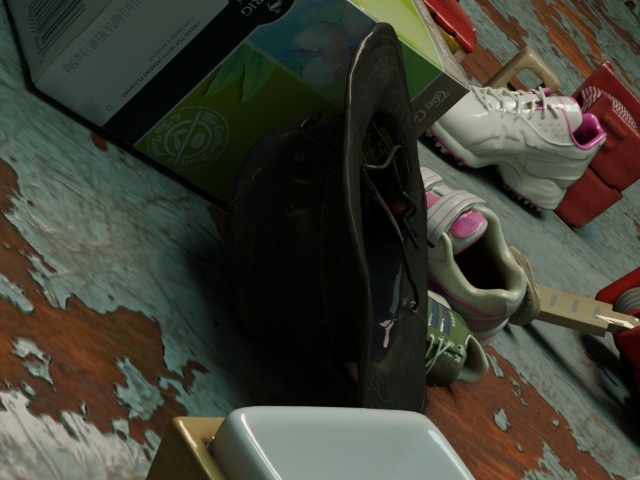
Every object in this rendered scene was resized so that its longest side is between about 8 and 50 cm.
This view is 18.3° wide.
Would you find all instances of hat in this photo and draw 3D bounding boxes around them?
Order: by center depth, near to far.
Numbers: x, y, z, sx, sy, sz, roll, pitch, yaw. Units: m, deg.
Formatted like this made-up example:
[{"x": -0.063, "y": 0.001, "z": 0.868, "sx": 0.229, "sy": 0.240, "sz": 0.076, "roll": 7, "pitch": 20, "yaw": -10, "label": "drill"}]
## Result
[{"x": 0.000, "y": 0.000, "z": 1.518, "sx": 0.331, "sy": 0.134, "sz": 0.331, "roll": -2, "pitch": 90, "yaw": -79, "label": "hat"}]

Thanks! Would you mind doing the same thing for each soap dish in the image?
[{"x": 0.025, "y": 0.217, "z": 1.215, "sx": 0.229, "sy": 0.118, "sz": 0.291, "roll": 55, "pitch": 20, "yaw": 21, "label": "soap dish"}]

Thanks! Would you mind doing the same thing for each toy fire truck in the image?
[{"x": 0.329, "y": 0.094, "z": 2.137, "sx": 0.246, "sy": 0.158, "sz": 0.217, "roll": 52, "pitch": 16, "yaw": -21, "label": "toy fire truck"}]

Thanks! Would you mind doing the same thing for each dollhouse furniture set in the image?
[{"x": 0.266, "y": -0.210, "z": 2.557, "sx": 0.374, "sy": 0.152, "sz": 0.201, "roll": 44, "pitch": 19, "yaw": -10, "label": "dollhouse furniture set"}]

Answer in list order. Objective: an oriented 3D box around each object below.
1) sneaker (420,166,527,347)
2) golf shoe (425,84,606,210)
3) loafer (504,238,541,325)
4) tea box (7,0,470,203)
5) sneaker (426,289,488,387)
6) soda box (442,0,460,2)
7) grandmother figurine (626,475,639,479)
[{"x": 0.102, "y": -0.018, "z": 1.815, "sx": 0.252, "sy": 0.111, "sz": 0.103, "roll": 45, "pitch": 59, "yaw": -7, "label": "sneaker"}, {"x": 0.222, "y": -0.144, "z": 2.353, "sx": 0.306, "sy": 0.140, "sz": 0.115, "roll": 25, "pitch": 30, "yaw": -46, "label": "golf shoe"}, {"x": 0.195, "y": 0.034, "z": 2.058, "sx": 0.050, "sy": 0.056, "sz": 0.148, "roll": 23, "pitch": 30, "yaw": -39, "label": "loafer"}, {"x": -0.091, "y": -0.226, "z": 1.691, "sx": 0.323, "sy": 0.220, "sz": 0.329, "roll": 31, "pitch": 25, "yaw": -39, "label": "tea box"}, {"x": 0.089, "y": 0.085, "z": 1.704, "sx": 0.086, "sy": 0.064, "sz": 0.192, "roll": 50, "pitch": 15, "yaw": 23, "label": "sneaker"}, {"x": 0.135, "y": -0.373, "z": 2.753, "sx": 0.060, "sy": 0.053, "sz": 0.169, "roll": 33, "pitch": 23, "yaw": -36, "label": "soda box"}, {"x": 0.385, "y": 0.352, "z": 1.790, "sx": 0.342, "sy": 0.104, "sz": 0.208, "roll": 50, "pitch": -9, "yaw": 16, "label": "grandmother figurine"}]
